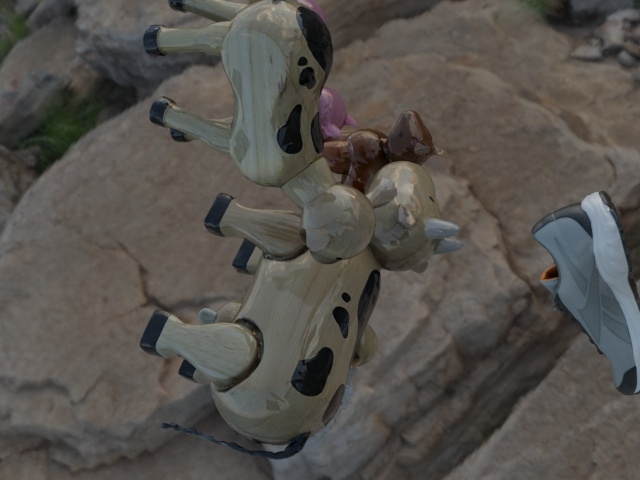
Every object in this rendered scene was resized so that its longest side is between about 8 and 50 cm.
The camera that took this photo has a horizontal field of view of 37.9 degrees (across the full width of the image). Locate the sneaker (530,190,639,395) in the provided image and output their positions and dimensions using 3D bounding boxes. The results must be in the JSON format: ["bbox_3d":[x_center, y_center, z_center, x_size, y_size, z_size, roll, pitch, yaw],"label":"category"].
[{"bbox_3d":[0.328,0.070,1.117,0.108,0.271,0.100,-17,23,16],"label":"sneaker"}]

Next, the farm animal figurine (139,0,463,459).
[{"bbox_3d":[0.000,0.000,0.657,0.172,0.330,0.326,17,87,24],"label":"farm animal figurine"}]
